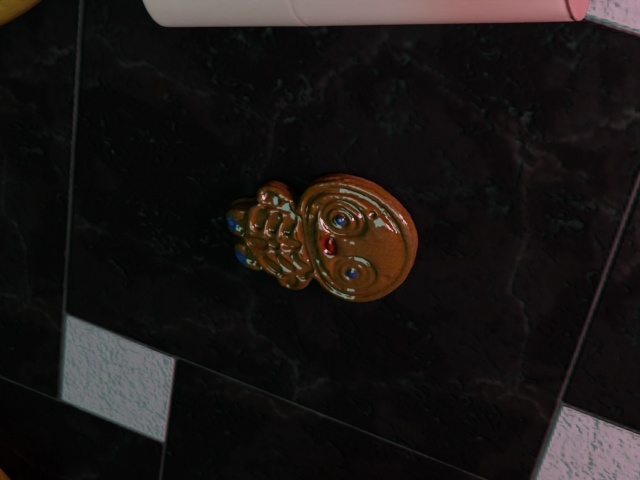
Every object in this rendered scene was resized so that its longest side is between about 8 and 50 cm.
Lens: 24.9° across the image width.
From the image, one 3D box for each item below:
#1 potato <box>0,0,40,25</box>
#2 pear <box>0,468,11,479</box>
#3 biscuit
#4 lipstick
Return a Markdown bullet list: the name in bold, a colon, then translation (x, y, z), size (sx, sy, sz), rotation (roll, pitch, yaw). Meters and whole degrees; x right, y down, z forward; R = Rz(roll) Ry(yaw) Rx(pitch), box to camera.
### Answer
- **potato**: translation (-0.291, -0.250, 1.130), size (0.197, 0.148, 0.228), rotation (6, 150, -27)
- **pear**: translation (-0.445, 0.347, 1.535), size (0.304, 0.304, 0.304), rotation (13, 127, 17)
- **biscuit**: translation (0.000, 0.000, 1.250), size (0.175, 0.026, 0.124), rotation (0, 122, 25)
- **lipstick**: translation (0.029, -0.200, 1.054), size (0.327, 0.087, 0.087), rotation (3, 124, 24)
